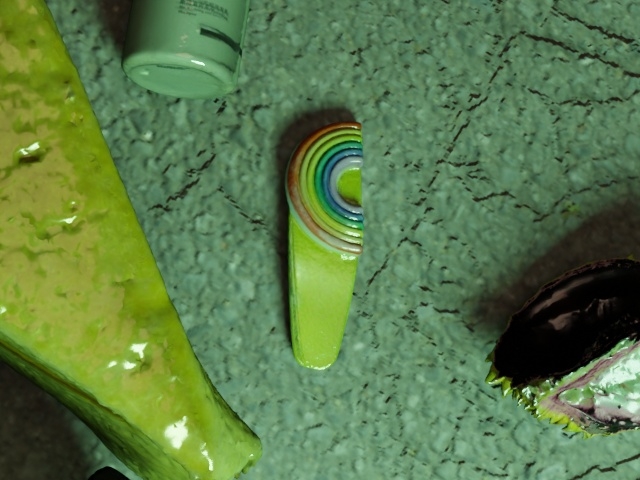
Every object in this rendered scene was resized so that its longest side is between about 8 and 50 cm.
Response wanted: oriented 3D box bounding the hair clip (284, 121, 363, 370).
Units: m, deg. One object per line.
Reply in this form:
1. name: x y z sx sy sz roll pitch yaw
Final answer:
1. hair clip: 0.000 0.000 1.072 0.060 0.033 0.188 6 78 -11

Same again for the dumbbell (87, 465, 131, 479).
1. dumbbell: -0.263 0.163 0.893 0.322 0.204 0.204 37 74 -3

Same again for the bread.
1. bread: -0.217 0.038 0.912 0.245 0.233 0.362 -23 86 -16

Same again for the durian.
1. durian: 0.212 0.089 1.086 0.186 0.119 0.108 -26 124 -5

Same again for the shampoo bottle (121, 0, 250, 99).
1. shampoo bottle: -0.084 -0.238 1.072 0.085 0.085 0.262 11 77 -11
